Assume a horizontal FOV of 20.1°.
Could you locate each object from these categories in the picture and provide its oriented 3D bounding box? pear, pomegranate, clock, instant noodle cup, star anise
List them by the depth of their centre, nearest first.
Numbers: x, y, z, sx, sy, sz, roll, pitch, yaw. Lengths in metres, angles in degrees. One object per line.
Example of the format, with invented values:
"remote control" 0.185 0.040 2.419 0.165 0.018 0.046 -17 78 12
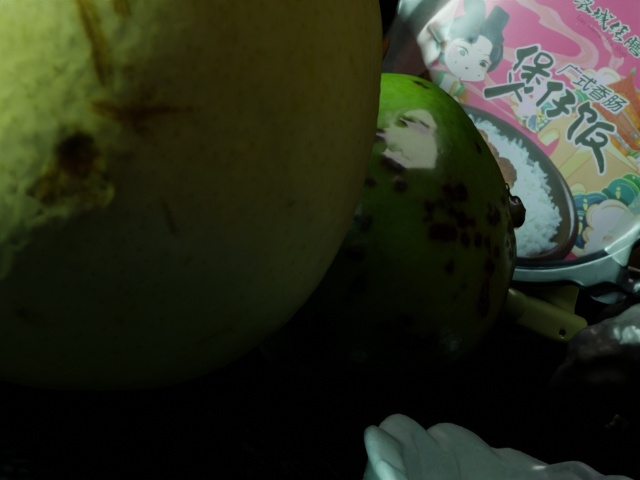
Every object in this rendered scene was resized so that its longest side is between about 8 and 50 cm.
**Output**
"pear" -0.115 -0.078 0.891 0.309 0.309 0.309 29 13 -7
"pomegranate" 0.000 0.000 1.114 0.263 0.211 0.211 -6 19 -6
"star anise" 0.293 0.077 1.272 0.360 0.139 0.316 19 14 27
"instant noodle cup" 0.177 -0.082 1.366 0.181 0.258 0.302 32 38 -73
"clock" 0.173 -0.038 1.526 0.170 0.232 0.069 23 -11 -25

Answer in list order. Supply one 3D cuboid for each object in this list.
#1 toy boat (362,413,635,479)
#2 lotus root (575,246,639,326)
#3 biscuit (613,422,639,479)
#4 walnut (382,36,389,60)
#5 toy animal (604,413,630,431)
"toy boat" 0.110 0.169 0.866 0.199 0.100 0.290 38 15 29
"lotus root" 0.333 0.038 1.720 0.169 0.141 0.314 6 -2 -15
"biscuit" 0.372 0.257 1.171 0.368 0.076 0.394 23 14 -5
"walnut" -0.099 -0.119 1.227 0.209 0.209 0.336 36 43 24
"toy animal" 0.282 0.144 1.406 0.089 0.083 0.150 47 15 11
